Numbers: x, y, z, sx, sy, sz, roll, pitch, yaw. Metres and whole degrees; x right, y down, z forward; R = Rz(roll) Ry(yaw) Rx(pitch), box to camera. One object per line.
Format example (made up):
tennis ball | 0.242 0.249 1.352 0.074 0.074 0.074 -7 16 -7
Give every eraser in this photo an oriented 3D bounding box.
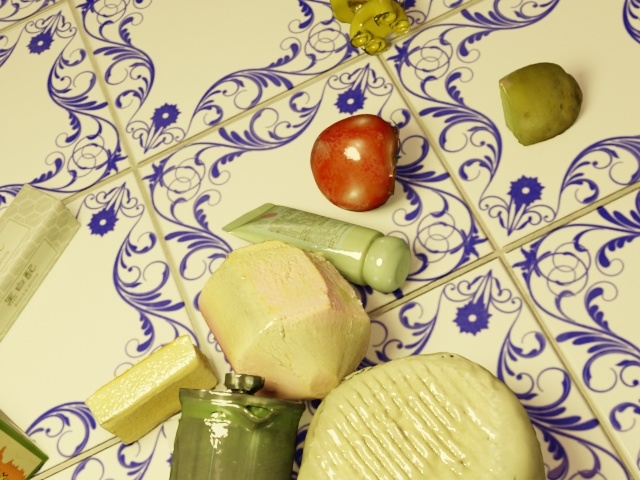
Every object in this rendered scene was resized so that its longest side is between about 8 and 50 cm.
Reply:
eraser | -0.577 0.094 1.930 0.096 0.098 0.404 20 68 25

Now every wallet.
wallet | -0.184 0.290 1.743 0.122 0.025 0.061 -23 58 2

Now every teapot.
teapot | -0.134 0.356 1.557 0.200 0.270 0.337 10 80 -13

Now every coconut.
coconut | -0.043 0.133 1.675 0.233 0.233 0.245 -35 55 -6

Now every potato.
potato | 0.377 -0.240 1.840 0.149 0.120 0.081 -33 56 -4

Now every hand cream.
hand cream | 0.000 0.000 1.819 0.306 0.093 0.147 20 30 25

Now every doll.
doll | 0.076 -0.453 2.054 0.135 0.143 0.221 -41 51 32

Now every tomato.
tomato | 0.057 -0.136 1.851 0.167 0.167 0.167 -7 58 12

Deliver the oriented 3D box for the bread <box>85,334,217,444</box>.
bread | -0.259 0.233 1.741 0.188 0.125 0.068 -34 64 -5

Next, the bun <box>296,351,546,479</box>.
bun | 0.134 0.337 1.519 0.359 0.211 0.360 -3 52 4

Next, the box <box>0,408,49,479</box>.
box | -0.571 0.313 1.752 0.195 0.177 0.148 33 73 30
